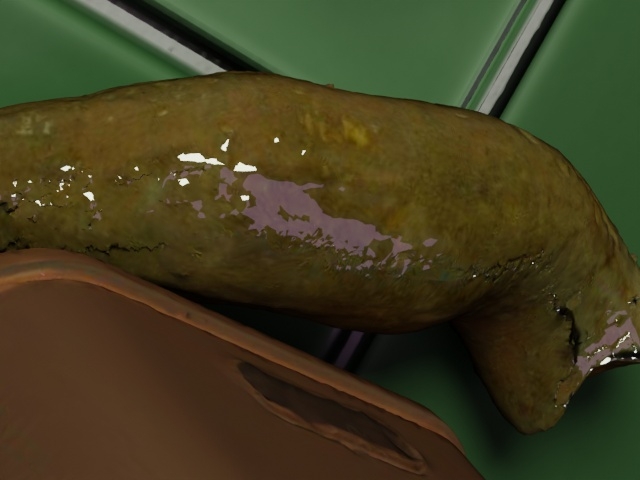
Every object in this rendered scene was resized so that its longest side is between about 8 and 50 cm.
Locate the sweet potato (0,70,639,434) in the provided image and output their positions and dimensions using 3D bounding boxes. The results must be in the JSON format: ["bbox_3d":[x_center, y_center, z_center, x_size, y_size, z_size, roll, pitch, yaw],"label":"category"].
[{"bbox_3d":[0.003,0.003,0.569,0.286,0.085,0.112,7,116,-31],"label":"sweet potato"}]

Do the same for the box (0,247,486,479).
[{"bbox_3d":[-0.053,0.220,0.481,0.239,0.229,0.339,27,100,-41],"label":"box"}]
